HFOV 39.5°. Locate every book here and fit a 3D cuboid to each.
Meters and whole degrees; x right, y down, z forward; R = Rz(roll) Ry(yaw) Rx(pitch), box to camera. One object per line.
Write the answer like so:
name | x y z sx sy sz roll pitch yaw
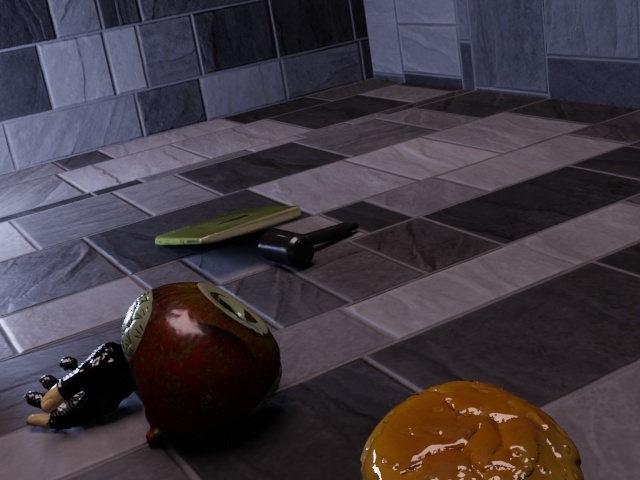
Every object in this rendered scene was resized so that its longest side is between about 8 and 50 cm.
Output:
book | -0.218 -0.030 2.011 0.239 0.035 0.352 -18 9 -25

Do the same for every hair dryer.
hair dryer | -0.001 0.000 1.904 0.248 0.071 0.114 -13 16 -37

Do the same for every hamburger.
hamburger | 0.156 0.262 0.901 0.244 0.163 0.244 -6 20 2

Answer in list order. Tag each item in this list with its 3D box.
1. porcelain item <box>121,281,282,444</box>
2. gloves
porcelain item | -0.186 0.186 1.273 0.253 0.253 0.253 -8 19 3
gloves | -0.362 0.236 1.359 0.180 0.106 0.129 -39 19 2
